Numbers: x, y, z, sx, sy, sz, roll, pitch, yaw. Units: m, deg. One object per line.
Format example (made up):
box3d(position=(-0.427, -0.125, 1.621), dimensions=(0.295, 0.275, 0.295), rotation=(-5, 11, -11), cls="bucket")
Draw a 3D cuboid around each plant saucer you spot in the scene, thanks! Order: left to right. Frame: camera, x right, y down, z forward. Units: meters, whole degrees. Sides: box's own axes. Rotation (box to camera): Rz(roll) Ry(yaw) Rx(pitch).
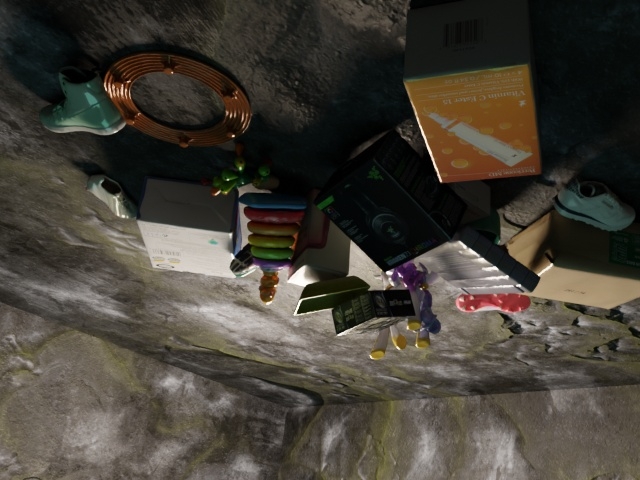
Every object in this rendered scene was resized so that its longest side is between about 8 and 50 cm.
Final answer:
box3d(position=(0.023, 0.142, 1.813), dimensions=(0.188, 0.045, 0.188), rotation=(-10, 163, -11), cls="plant saucer")

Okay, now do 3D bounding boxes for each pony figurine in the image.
box3d(position=(0.264, 0.134, 2.018), dimensions=(0.302, 0.364, 0.351), rotation=(22, 136, -21), cls="pony figurine")

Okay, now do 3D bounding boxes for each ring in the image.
box3d(position=(-0.326, -0.305, 1.549), dimensions=(0.336, 0.032, 0.337), rotation=(5, 153, 2), cls="ring")

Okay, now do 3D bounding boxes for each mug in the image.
box3d(position=(0.404, -0.047, 1.826), dimensions=(0.157, 0.098, 0.129), rotation=(14, 154, -15), cls="mug")

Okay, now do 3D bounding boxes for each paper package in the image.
box3d(position=(0.711, 0.058, 1.850), dimensions=(0.324, 0.168, 0.309), rotation=(10, 162, -6), cls="paper package")

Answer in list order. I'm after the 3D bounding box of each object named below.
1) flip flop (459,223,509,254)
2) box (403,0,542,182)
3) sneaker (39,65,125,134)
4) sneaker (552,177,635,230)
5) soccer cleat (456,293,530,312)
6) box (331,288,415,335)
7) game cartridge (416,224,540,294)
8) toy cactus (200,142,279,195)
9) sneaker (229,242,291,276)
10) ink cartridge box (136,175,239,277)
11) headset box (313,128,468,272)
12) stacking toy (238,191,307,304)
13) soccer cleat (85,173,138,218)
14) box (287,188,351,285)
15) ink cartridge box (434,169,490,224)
box3d(position=(0.442, 0.030, 1.774), dimensions=(0.277, 0.080, 0.112), rotation=(40, 166, -27), cls="flip flop")
box3d(position=(0.302, -0.275, 1.302), dimensions=(0.214, 0.168, 0.345), rotation=(-4, 153, 20), cls="box")
box3d(position=(-0.558, -0.324, 1.527), dimensions=(0.255, 0.094, 0.151), rotation=(9, 133, 31), cls="sneaker")
box3d(position=(0.696, -0.092, 1.689), dimensions=(0.234, 0.090, 0.095), rotation=(9, 133, -20), cls="sneaker")
box3d(position=(0.593, 0.207, 2.346), dimensions=(0.247, 0.083, 0.095), rotation=(-5, -178, 12), cls="soccer cleat")
box3d(position=(0.143, 0.197, 1.859), dimensions=(0.147, 0.078, 0.180), rotation=(1, 158, -36), cls="box")
box3d(position=(0.369, 0.053, 1.720), dimensions=(0.230, 0.068, 0.355), rotation=(39, 168, -8), cls="game cartridge")
box3d(position=(-0.186, -0.168, 1.748), dimensions=(0.219, 0.112, 0.180), rotation=(-21, 161, 40), cls="toy cactus")
box3d(position=(-0.130, 0.044, 1.972), dimensions=(0.107, 0.275, 0.110), rotation=(34, 144, 52), cls="sneaker")
box3d(position=(-0.375, -0.016, 2.016), dimensions=(0.269, 0.151, 0.395), rotation=(8, 153, -1), cls="ink cartridge box")
box3d(position=(0.158, -0.095, 1.635), dimensions=(0.283, 0.131, 0.246), rotation=(45, 139, -13), cls="headset box")
box3d(position=(-0.131, 0.024, 1.833), dimensions=(0.165, 0.302, 0.175), rotation=(1, -173, -20), cls="stacking toy")
box3d(position=(-0.583, -0.123, 1.948), dimensions=(0.076, 0.068, 0.196), rotation=(-11, 146, 27), cls="soccer cleat")
box3d(position=(0.000, 0.000, 1.864), dimensions=(0.126, 0.233, 0.148), rotation=(14, 152, -18), cls="box")
box3d(position=(0.307, -0.100, 1.748), dimensions=(0.154, 0.093, 0.212), rotation=(25, 151, -34), cls="ink cartridge box")
